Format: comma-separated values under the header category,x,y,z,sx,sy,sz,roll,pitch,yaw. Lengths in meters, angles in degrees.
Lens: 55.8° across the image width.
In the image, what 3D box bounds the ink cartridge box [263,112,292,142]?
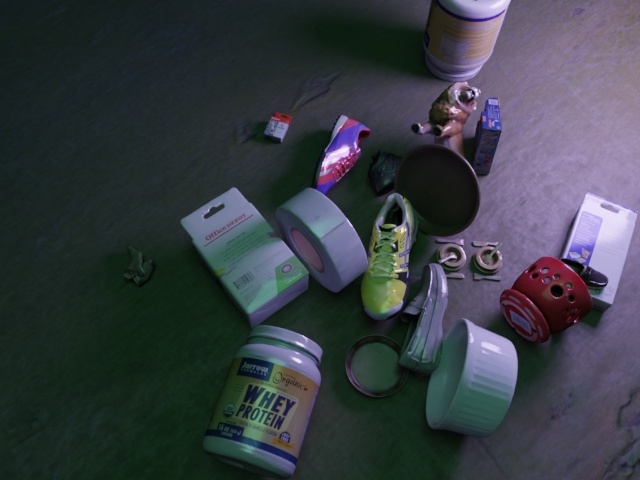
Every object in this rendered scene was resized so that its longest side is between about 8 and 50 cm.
category,x,y,z,sx,sy,sz,roll,pitch,yaw
ink cartridge box,-0.138,-0.378,1.983,0.063,0.029,0.115,16,64,8

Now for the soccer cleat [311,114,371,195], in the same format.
category,x,y,z,sx,sy,sz,roll,pitch,yaw
soccer cleat,0.060,-0.253,1.880,0.116,0.108,0.318,20,61,5

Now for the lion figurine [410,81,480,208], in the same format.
category,x,y,z,sx,sy,sz,roll,pitch,yaw
lion figurine,0.397,-0.273,1.835,0.142,0.392,0.240,10,26,39

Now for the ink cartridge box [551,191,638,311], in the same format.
category,x,y,z,sx,sy,sz,roll,pitch,yaw
ink cartridge box,0.797,0.028,1.758,0.165,0.065,0.333,24,66,13

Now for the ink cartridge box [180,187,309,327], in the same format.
category,x,y,z,sx,sy,sz,roll,pitch,yaw
ink cartridge box,-0.217,0.042,1.710,0.207,0.119,0.353,-34,69,-16

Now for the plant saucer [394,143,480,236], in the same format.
category,x,y,z,sx,sy,sz,roll,pitch,yaw
plant saucer,0.339,-0.146,1.749,0.278,0.278,0.041,42,41,19

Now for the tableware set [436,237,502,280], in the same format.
category,x,y,z,sx,sy,sz,roll,pitch,yaw
tableware set,0.436,0.046,1.759,0.194,0.039,0.128,4,62,2

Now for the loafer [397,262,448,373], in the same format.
category,x,y,z,sx,sy,sz,roll,pitch,yaw
loafer,0.273,0.198,1.629,0.111,0.112,0.319,15,57,-5

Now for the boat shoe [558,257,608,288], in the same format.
category,x,y,z,sx,sy,sz,roll,pitch,yaw
boat shoe,0.719,0.090,1.664,0.152,0.049,0.056,17,64,8

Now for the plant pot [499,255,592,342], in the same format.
category,x,y,z,sx,sy,sz,roll,pitch,yaw
plant pot,0.592,0.164,1.615,0.174,0.191,0.191,-32,67,-13

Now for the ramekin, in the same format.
category,x,y,z,sx,sy,sz,roll,pitch,yaw
ramekin,0.368,0.342,1.478,0.135,0.277,0.277,18,63,0

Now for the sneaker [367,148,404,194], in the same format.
category,x,y,z,sx,sy,sz,roll,pitch,yaw
sneaker,0.245,-0.245,1.884,0.227,0.087,0.130,-28,72,-8

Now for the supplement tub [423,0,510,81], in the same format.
category,x,y,z,sx,sy,sz,roll,pitch,yaw
supplement tub,0.472,-0.715,1.996,0.241,0.331,0.241,0,62,-1

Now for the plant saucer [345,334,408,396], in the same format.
category,x,y,z,sx,sy,sz,roll,pitch,yaw
plant saucer,0.149,0.335,1.611,0.168,0.029,0.168,0,63,0

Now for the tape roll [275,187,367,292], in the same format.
category,x,y,z,sx,sy,sz,roll,pitch,yaw
tape roll,0.000,0.000,1.642,0.100,0.286,0.286,-35,68,-17

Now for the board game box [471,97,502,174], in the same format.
category,x,y,z,sx,sy,sz,roll,pitch,yaw
board game box,0.513,-0.315,1.886,0.060,0.194,0.194,7,42,7

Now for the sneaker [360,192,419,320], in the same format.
category,x,y,z,sx,sy,sz,roll,pitch,yaw
sneaker,0.178,0.038,1.683,0.145,0.147,0.385,-2,56,22

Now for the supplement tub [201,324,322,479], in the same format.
category,x,y,z,sx,sy,sz,roll,pitch,yaw
supplement tub,-0.130,0.389,1.468,0.228,0.228,0.316,14,63,7

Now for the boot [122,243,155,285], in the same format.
category,x,y,z,sx,sy,sz,roll,pitch,yaw
boot,-0.536,0.072,1.736,0.118,0.042,0.087,31,68,15
